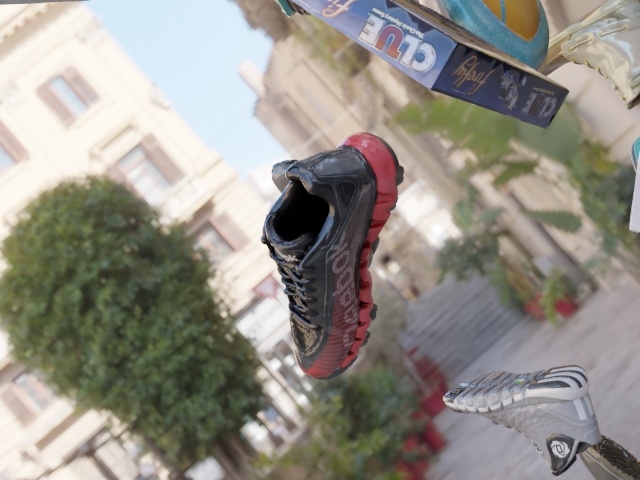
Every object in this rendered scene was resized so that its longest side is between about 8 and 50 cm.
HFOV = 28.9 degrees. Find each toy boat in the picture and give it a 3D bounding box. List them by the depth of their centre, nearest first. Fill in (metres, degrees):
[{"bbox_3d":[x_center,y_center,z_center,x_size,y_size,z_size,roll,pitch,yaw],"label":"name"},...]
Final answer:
[{"bbox_3d":[0.185,-0.324,1.663,0.318,0.267,0.148,-8,-25,-39],"label":"toy boat"}]

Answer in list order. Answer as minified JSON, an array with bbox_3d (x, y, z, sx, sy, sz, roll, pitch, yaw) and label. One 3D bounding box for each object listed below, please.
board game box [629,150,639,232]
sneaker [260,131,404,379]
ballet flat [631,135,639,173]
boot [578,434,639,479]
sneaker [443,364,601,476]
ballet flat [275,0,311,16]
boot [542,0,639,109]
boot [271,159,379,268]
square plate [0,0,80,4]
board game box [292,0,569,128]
[{"bbox_3d":[0.415,-0.062,0.866,0.318,0.318,0.066,-41,-41,-51],"label":"board game box"},{"bbox_3d":[-0.004,0.025,1.266,0.135,0.097,0.276,-13,-57,-40],"label":"sneaker"},{"bbox_3d":[0.479,-0.054,1.629,0.072,0.213,0.068,-30,-37,-5],"label":"ballet flat"},{"bbox_3d":[0.367,0.383,1.658,0.208,0.189,0.076,-56,-14,25],"label":"boot"},{"bbox_3d":[0.252,0.232,1.536,0.086,0.132,0.228,-27,8,-35],"label":"sneaker"},{"bbox_3d":[-0.102,-0.427,1.328,0.182,0.164,0.483,-40,-46,13],"label":"ballet flat"},{"bbox_3d":[0.453,-0.279,2.005,0.213,0.165,0.077,-34,-11,35],"label":"boot"},{"bbox_3d":[0.000,0.000,1.934,0.083,0.246,0.161,-17,40,39],"label":"boot"},{"bbox_3d":[-0.350,-0.331,1.357,0.344,0.049,0.347,-8,-6,-32],"label":"square plate"},{"bbox_3d":[0.092,-0.163,1.029,0.243,0.165,0.042,5,-62,-59],"label":"board game box"}]
